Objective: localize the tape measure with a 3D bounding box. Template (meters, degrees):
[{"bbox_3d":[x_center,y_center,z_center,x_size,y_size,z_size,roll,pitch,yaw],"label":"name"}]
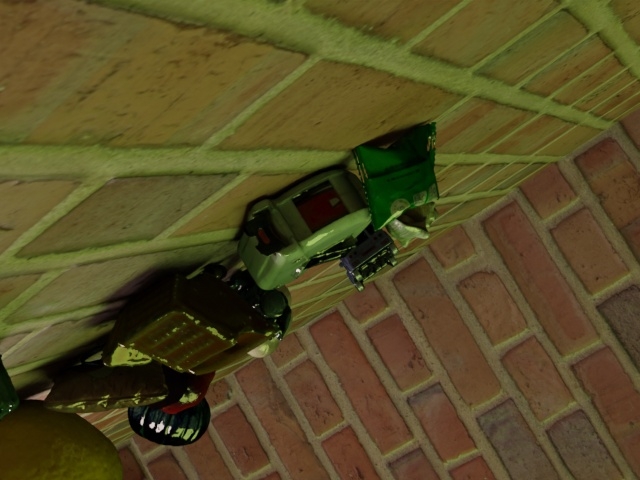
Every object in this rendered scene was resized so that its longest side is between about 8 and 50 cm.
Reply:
[{"bbox_3d":[-0.024,-0.014,1.521,0.246,0.125,0.243,-27,171,-19],"label":"tape measure"}]

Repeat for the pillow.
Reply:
[{"bbox_3d":[-0.410,0.275,1.751,0.236,0.084,0.223,-6,-172,-14],"label":"pillow"}]

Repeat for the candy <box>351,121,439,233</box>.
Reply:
[{"bbox_3d":[0.138,-0.112,1.509,0.203,0.141,0.078,-27,-173,-40],"label":"candy"}]

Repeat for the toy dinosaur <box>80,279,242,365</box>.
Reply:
[{"bbox_3d":[-0.290,0.160,1.763,0.362,0.076,0.147,-24,164,12],"label":"toy dinosaur"}]

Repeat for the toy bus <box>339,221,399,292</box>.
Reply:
[{"bbox_3d":[0.101,0.026,2.152,0.125,0.133,0.292,-36,169,-3],"label":"toy bus"}]

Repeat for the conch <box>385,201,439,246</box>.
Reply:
[{"bbox_3d":[0.195,-0.043,2.062,0.234,0.137,0.114,-31,158,-44],"label":"conch"}]

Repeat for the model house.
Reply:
[{"bbox_3d":[-0.258,0.161,1.540,0.268,0.173,0.239,-32,171,17],"label":"model house"}]

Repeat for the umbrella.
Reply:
[{"bbox_3d":[-0.119,0.125,1.750,0.094,0.143,0.349,-37,-176,-18],"label":"umbrella"}]

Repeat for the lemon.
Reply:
[{"bbox_3d":[-0.559,0.478,1.798,0.336,0.336,0.336,-30,171,-5],"label":"lemon"}]

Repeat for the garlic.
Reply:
[{"bbox_3d":[-0.146,0.204,2.215,0.229,0.143,0.178,-45,175,23],"label":"garlic"}]

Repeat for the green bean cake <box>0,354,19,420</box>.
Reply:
[{"bbox_3d":[-0.538,0.237,1.262,0.193,0.107,0.208,-31,173,-4],"label":"green bean cake"}]

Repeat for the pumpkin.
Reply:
[{"bbox_3d":[-0.443,0.484,2.708,0.248,0.248,0.248,-30,171,-5],"label":"pumpkin"}]

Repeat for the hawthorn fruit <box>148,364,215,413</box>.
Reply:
[{"bbox_3d":[-0.342,0.302,2.079,0.189,0.190,0.251,-28,178,-17],"label":"hawthorn fruit"}]

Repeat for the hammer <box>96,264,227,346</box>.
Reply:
[{"bbox_3d":[-0.304,0.126,1.701,0.292,0.029,0.058,-31,169,13],"label":"hammer"}]
